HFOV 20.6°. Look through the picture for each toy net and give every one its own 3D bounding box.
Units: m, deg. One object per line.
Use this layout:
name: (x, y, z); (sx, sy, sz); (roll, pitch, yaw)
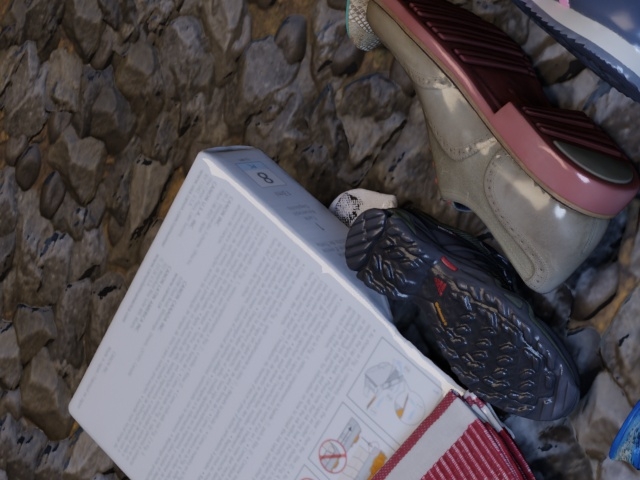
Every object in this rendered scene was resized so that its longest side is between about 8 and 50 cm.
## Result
toy net: (0.000, 0.000, 1.610); (0.232, 0.045, 0.122); (-28, 56, 41)

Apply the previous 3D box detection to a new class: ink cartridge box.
ink cartridge box: (-0.023, 0.149, 1.543); (0.385, 0.091, 0.308); (42, 117, 24)

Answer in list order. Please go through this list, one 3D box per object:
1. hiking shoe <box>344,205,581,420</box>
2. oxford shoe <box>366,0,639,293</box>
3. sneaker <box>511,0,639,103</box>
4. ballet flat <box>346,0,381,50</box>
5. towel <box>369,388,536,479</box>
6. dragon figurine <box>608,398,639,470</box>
hiking shoe: (0.131, 0.046, 1.394); (0.227, 0.114, 0.086); (45, 123, 17)
oxford shoe: (0.115, -0.096, 1.436); (0.130, 0.123, 0.348); (-62, 39, 25)
sneaker: (0.206, -0.230, 1.395); (0.131, 0.112, 0.319); (-48, 46, 7)
ballet flat: (0.078, -0.268, 1.578); (0.067, 0.073, 0.206); (17, 96, 38)
towel: (0.121, 0.307, 1.339); (0.237, 0.037, 0.329); (-52, 50, 28)
dragon figurine: (0.253, 0.144, 1.166); (0.289, 0.144, 0.085); (-57, 41, 23)
